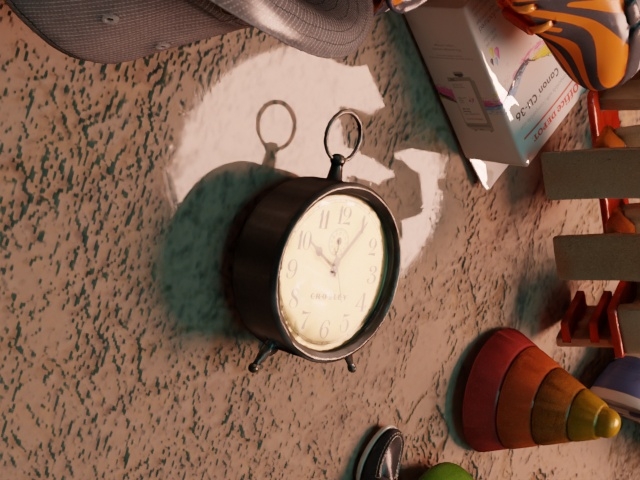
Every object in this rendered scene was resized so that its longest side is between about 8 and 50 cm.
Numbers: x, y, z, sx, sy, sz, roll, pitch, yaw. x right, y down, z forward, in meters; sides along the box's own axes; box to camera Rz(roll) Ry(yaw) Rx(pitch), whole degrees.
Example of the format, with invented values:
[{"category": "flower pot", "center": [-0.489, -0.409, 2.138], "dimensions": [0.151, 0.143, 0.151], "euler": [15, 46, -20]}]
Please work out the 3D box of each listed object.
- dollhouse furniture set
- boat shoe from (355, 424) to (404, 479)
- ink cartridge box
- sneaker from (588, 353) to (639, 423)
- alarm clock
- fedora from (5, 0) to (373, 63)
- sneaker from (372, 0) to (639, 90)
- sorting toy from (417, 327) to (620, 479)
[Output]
[{"category": "dollhouse furniture set", "center": [0.273, -0.026, 0.995], "dimensions": [0.262, 0.135, 0.259], "euler": [-45, 128, -52]}, {"category": "boat shoe", "center": [0.047, 0.216, 0.901], "dimensions": [0.046, 0.038, 0.125], "euler": [32, 77, -47]}, {"category": "ink cartridge box", "center": [0.156, -0.144, 0.895], "dimensions": [0.115, 0.067, 0.198], "euler": [-49, 130, -25]}, {"category": "sneaker", "center": [0.430, 0.142, 1.205], "dimensions": [0.316, 0.127, 0.182], "euler": [30, 81, -43]}, {"category": "alarm clock", "center": [0.000, 0.000, 0.779], "dimensions": [0.129, 0.064, 0.192], "euler": [8, 97, -46]}, {"category": "fedora", "center": [-0.097, -0.175, 0.560], "dimensions": [0.243, 0.124, 0.275], "euler": [63, 20, 8]}, {"category": "sneaker", "center": [0.103, -0.188, 0.732], "dimensions": [0.180, 0.124, 0.321], "euler": [-43, 129, -6]}, {"category": "sorting toy", "center": [0.153, 0.248, 0.935], "dimensions": [0.365, 0.126, 0.127], "euler": [-59, 140, -24]}]
